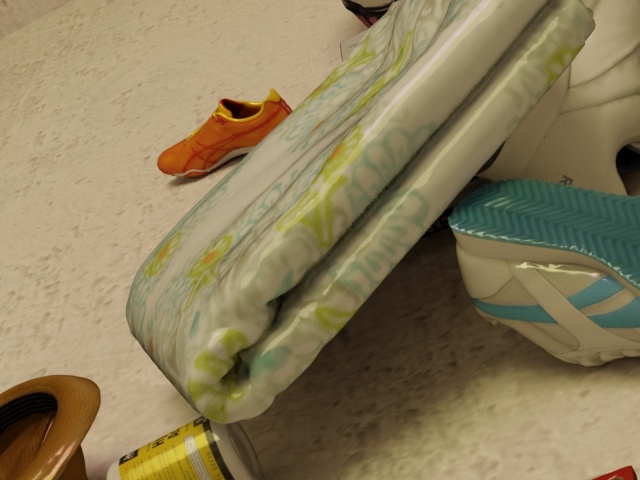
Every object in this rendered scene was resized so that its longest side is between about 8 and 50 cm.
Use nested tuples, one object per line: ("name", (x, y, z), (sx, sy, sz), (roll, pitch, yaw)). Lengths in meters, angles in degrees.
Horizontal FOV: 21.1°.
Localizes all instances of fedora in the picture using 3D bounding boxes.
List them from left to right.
("fedora", (-0.220, 0.181, 1.232), (0.194, 0.079, 0.194), (-27, 26, 14))

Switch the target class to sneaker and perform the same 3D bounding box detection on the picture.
("sneaker", (-0.103, -0.116, 1.807), (0.175, 0.067, 0.064), (-21, 23, 27))
("sneaker", (0.203, -0.117, 1.304), (0.111, 0.129, 0.297), (-50, 7, 49))
("sneaker", (0.186, 0.031, 1.039), (0.229, 0.092, 0.087), (18, 46, 39))

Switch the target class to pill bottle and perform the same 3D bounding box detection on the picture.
("pill bottle", (-0.101, 0.163, 1.131), (0.116, 0.065, 0.065), (-28, 20, 6))

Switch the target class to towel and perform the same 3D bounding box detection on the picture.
("towel", (0.012, -0.049, 1.211), (0.374, 0.090, 0.320), (-49, 11, -5))

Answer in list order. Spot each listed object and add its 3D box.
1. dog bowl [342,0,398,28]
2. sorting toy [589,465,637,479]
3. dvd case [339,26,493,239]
("dog bowl", (0.172, -0.378, 1.940), (0.408, 0.150, 0.408), (-25, 21, 10))
("sorting toy", (0.228, 0.125, 0.798), (0.274, 0.046, 0.132), (-25, 21, 12))
("dvd case", (0.107, -0.113, 1.422), (0.179, 0.029, 0.238), (-23, 46, 19))
